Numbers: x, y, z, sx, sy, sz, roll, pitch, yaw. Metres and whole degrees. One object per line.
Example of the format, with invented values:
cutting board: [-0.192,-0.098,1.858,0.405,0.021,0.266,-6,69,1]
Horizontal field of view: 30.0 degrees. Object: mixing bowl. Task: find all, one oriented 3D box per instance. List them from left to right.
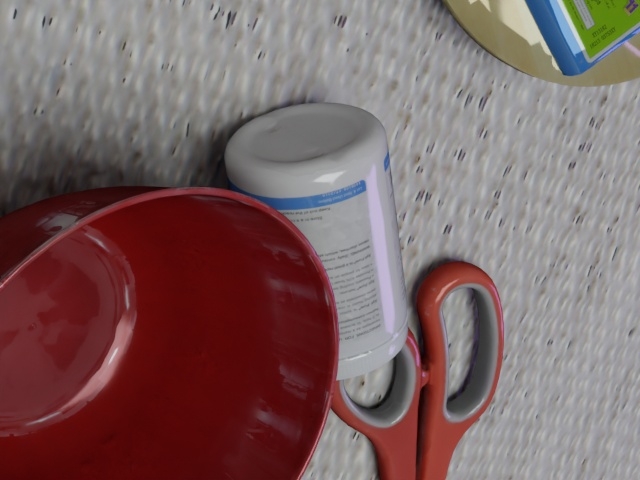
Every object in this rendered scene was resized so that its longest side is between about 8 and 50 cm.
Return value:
mixing bowl: [-0.092,0.052,0.466,0.181,0.098,0.181,-19,120,-35]

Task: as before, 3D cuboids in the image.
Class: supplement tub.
supplement tub: [0.000,0.000,0.525,0.071,0.071,0.107,-22,123,-22]

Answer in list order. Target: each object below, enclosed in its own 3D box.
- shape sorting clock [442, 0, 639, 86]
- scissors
shape sorting clock: [0.131,-0.172,0.539,0.206,0.040,0.206,-7,112,-18]
scissors: [0.059,0.148,0.668,0.109,0.021,0.297,-21,122,-23]
